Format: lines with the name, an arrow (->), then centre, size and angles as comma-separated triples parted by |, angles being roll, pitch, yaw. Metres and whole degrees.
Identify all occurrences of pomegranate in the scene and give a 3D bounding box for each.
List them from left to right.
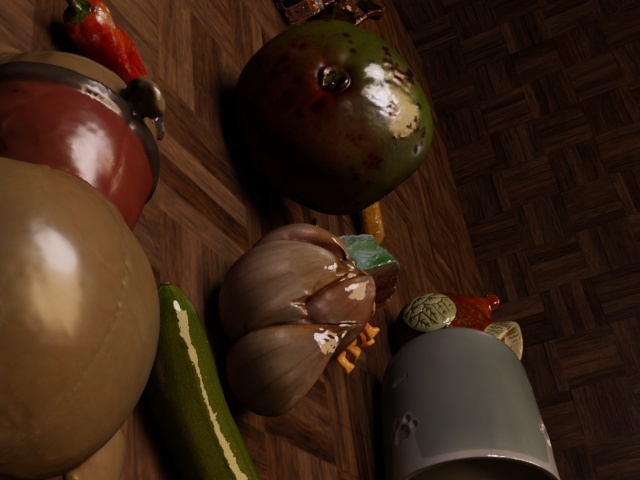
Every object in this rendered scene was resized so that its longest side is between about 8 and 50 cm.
pomegranate -> 0.034, -0.166, 1.119 | 0.323, 0.291, 0.290 | 35, 39, -62

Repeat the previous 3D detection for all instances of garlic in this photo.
garlic -> -0.041, 0.077, 0.846 | 0.160, 0.191, 0.214 | 45, 31, 2

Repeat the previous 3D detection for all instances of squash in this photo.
squash -> -0.110, 0.163, 0.675 | 0.069, 0.069, 0.258 | -29, 100, -72

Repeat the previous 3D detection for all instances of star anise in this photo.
star anise -> 0.051, -0.542, 1.786 | 0.346, 0.148, 0.237 | -42, 114, -61

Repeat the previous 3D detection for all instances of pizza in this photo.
pizza -> 0.089, -0.119, 1.550 | 0.134, 0.056, 0.271 | -169, -109, -88

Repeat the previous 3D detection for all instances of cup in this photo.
cup -> 0.223, 0.340, 1.244 | 0.274, 0.260, 0.356 | -90, -176, -48

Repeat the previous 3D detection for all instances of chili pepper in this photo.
chili pepper -> -0.220, -0.199, 0.770 | 0.191, 0.050, 0.059 | 63, 12, -62

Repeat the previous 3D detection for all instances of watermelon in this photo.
watermelon -> 0.054, 0.065, 1.197 | 0.241, 0.154, 0.094 | 64, 14, -63

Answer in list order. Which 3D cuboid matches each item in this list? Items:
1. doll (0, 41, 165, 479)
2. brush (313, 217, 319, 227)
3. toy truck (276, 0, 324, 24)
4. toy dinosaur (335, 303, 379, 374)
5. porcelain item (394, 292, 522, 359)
doll -> -0.178, -0.005, 0.485 | 0.235, 0.174, 0.329 | 60, 18, -47
brush -> 0.000, 0.000, 1.273 | 0.024, 0.008, 0.083 | 19, 53, -64
toy truck -> -0.052, -0.543, 1.584 | 0.092, 0.083, 0.192 | 53, 23, -43
toy dinosaur -> 0.021, 0.111, 1.040 | 0.117, 0.070, 0.288 | 38, -18, 13
porcelain item -> 0.274, 0.190, 1.471 | 0.253, 0.253, 0.253 | 56, 23, -38
